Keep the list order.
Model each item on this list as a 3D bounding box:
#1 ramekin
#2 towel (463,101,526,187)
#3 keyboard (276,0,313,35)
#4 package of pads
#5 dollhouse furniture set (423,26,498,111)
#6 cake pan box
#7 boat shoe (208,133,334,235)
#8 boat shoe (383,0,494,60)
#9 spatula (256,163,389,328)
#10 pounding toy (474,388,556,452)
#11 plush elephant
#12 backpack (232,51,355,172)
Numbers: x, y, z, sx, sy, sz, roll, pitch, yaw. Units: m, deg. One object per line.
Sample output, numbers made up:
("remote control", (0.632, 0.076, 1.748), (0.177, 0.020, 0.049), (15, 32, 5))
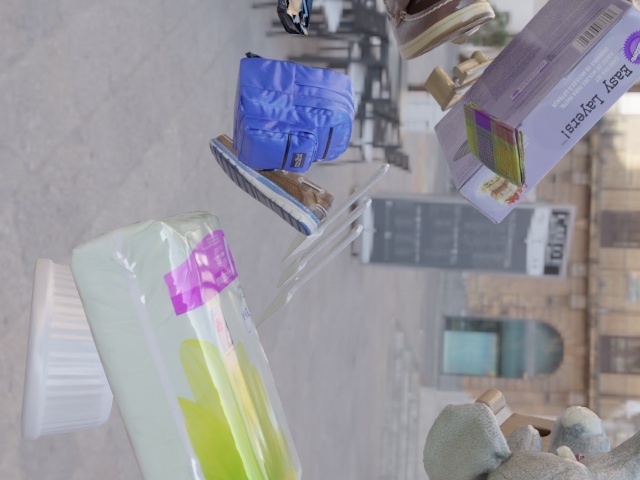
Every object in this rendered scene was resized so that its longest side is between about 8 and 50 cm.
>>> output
("ramekin", (-0.379, 0.166, 1.533), (0.273, 0.127, 0.272), (-175, -90, -75))
("towel", (0.156, -0.086, 0.904), (0.083, 0.009, 0.060), (43, -29, 54))
("keyboard", (-0.022, -0.273, 0.901), (0.100, 0.038, 0.192), (40, 57, -70))
("package of pads", (-0.107, 0.124, 0.895), (0.229, 0.101, 0.296), (-55, 128, -85))
("dollhouse furniture set", (0.230, -0.332, 1.684), (0.151, 0.123, 0.144), (54, -30, 13))
("cake pan box", (0.244, -0.170, 1.122), (0.267, 0.070, 0.245), (-49, -164, 15))
("boat shoe", (-0.060, -0.082, 1.276), (0.066, 0.183, 0.066), (-47, 165, -14))
("boat shoe", (0.136, -0.322, 1.339), (0.123, 0.123, 0.342), (63, 5, -13))
("spatula", (0.000, 0.000, 1.287), (0.242, 0.019, 0.168), (-44, -166, 45))
("pounding toy", (0.289, 0.288, 1.443), (0.094, 0.181, 0.206), (-34, 111, -33))
("plush elephant", (0.234, 0.261, 0.934), (0.272, 0.330, 0.255), (52, -22, 36))
("backpack", (-0.026, -0.119, 1.019), (0.098, 0.120, 0.101), (112, -20, -63))
